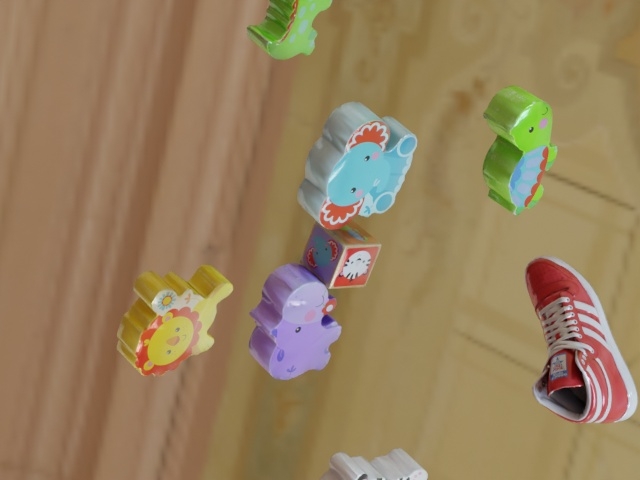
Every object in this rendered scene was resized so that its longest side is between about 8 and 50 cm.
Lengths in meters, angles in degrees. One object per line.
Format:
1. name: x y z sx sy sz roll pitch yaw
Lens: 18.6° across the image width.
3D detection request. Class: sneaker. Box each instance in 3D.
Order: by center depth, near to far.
1. sneaker: 0.152 0.063 1.227 0.042 0.067 0.118 -39 -110 32

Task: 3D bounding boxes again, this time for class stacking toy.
1. stacking toy: 0.000 0.000 0.830 0.167 0.052 0.221 40 -61 39
